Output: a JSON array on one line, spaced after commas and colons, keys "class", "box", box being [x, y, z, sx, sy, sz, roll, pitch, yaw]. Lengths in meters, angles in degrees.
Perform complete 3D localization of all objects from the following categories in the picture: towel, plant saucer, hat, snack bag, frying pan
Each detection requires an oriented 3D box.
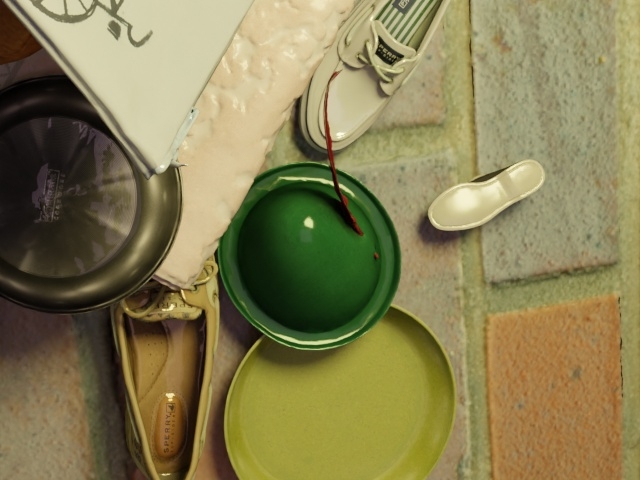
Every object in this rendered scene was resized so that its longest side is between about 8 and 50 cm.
[{"class": "towel", "box": [-0.166, -0.174, 0.940, 0.317, 0.053, 0.331, 30, 93, -5]}, {"class": "plant saucer", "box": [0.018, 0.168, 1.127, 0.241, 0.037, 0.241, -4, 103, -16]}, {"class": "hat", "box": [0.000, 0.000, 0.986, 0.173, 0.183, 0.208, -40, 95, -11]}, {"class": "snack bag", "box": [-0.151, -0.259, 0.748, 0.037, 0.323, 0.342, -16, 127, 34]}, {"class": "frying pan", "box": [-0.264, -0.070, 0.900, 0.326, 0.053, 0.197, 32, 93, -7]}]

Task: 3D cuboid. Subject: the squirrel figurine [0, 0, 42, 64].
[{"class": "squirrel figurine", "box": [-0.361, -0.240, 0.804, 0.397, 0.281, 0.370, -42, 106, 15]}]

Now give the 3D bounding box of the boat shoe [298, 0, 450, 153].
[{"class": "boat shoe", "box": [0.053, -0.181, 1.032, 0.083, 0.076, 0.226, 26, 95, -20]}]

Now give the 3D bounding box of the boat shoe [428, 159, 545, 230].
[{"class": "boat shoe", "box": [0.162, -0.044, 1.116, 0.125, 0.038, 0.046, -28, 90, -9]}]

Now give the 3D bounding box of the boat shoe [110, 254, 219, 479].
[{"class": "boat shoe", "box": [-0.137, 0.090, 1.034, 0.105, 0.089, 0.285, -6, 101, -13]}]
